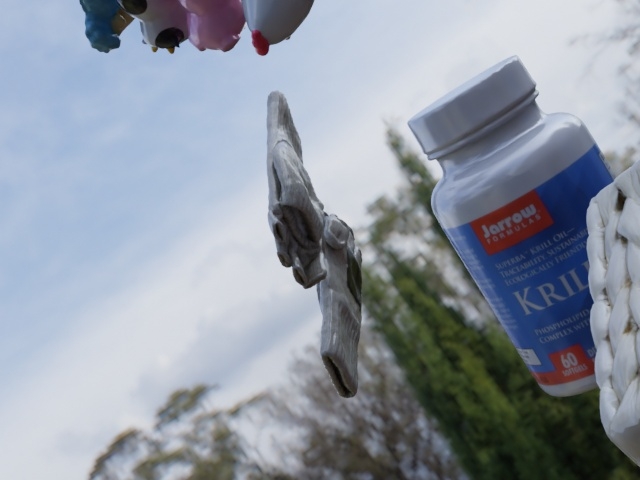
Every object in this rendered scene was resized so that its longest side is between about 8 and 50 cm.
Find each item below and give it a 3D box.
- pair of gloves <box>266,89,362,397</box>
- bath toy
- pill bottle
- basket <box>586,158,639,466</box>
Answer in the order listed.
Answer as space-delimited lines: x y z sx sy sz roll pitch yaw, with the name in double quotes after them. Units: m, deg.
0.000 0.000 1.219 0.042 0.204 0.240 -15 -53 10 "pair of gloves"
-0.159 -0.302 1.708 0.151 0.348 0.129 22 -102 -55 "bath toy"
0.155 -0.012 0.924 0.124 0.221 0.124 -33 5 3 "pill bottle"
0.159 0.036 0.346 0.103 0.167 0.113 -39 24 32 "basket"
